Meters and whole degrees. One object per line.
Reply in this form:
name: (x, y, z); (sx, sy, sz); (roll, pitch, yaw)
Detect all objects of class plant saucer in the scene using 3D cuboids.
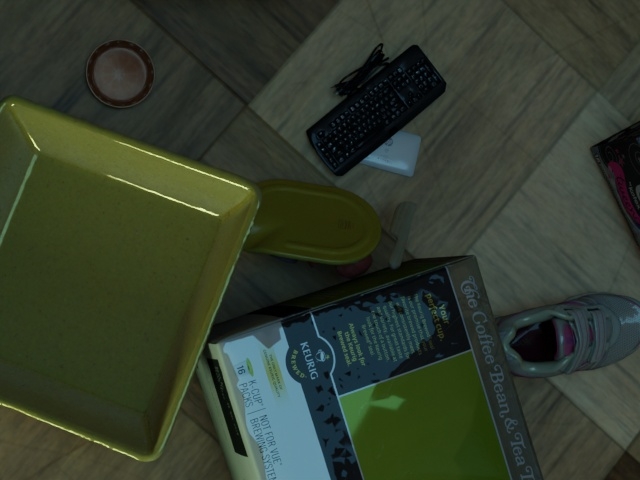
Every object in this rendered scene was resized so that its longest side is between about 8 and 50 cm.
plant saucer: (-0.241, -0.200, 1.766); (0.083, 0.013, 0.083); (1, 87, -15)
plant saucer: (-0.267, 0.043, 1.675); (0.332, 0.081, 0.333); (20, 83, 10)

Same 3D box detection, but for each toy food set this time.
toy food set: (0.000, 0.000, 1.780); (0.217, 0.071, 0.128); (10, 46, -2)

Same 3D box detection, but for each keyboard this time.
keyboard: (0.065, -0.173, 1.828); (0.192, 0.038, 0.100); (-41, 92, -15)

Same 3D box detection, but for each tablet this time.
tablet: (0.083, -0.116, 1.850); (0.083, 0.006, 0.054); (14, 84, -14)

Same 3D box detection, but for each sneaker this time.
sneaker: (0.309, 0.126, 1.843); (0.252, 0.111, 0.103); (-12, 91, -15)

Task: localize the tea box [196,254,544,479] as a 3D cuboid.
tea box: (0.053, 0.218, 1.718); (0.323, 0.220, 0.329); (-17, 92, -14)

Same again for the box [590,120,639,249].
box: (0.487, -0.049, 1.882); (0.163, 0.142, 0.247); (-28, 94, -14)
